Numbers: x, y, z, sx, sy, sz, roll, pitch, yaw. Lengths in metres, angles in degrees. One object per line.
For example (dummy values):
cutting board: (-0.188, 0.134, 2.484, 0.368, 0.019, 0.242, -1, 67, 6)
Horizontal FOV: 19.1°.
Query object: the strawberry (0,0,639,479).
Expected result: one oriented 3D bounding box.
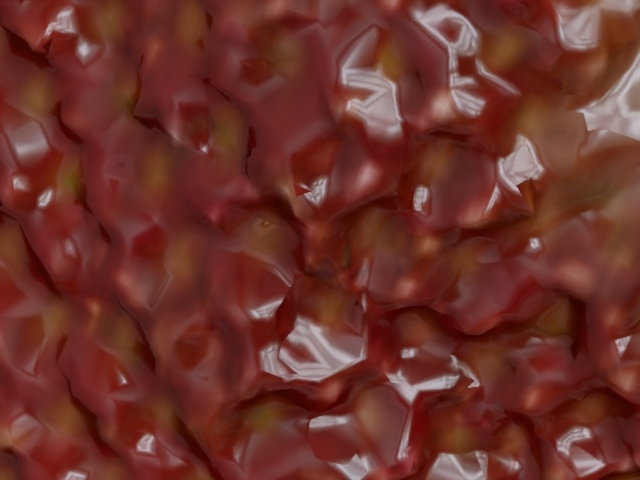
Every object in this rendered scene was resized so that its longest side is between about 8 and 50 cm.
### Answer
strawberry: (0.000, 0.000, 0.449, 0.312, 0.267, 0.351, 19, 138, 11)
